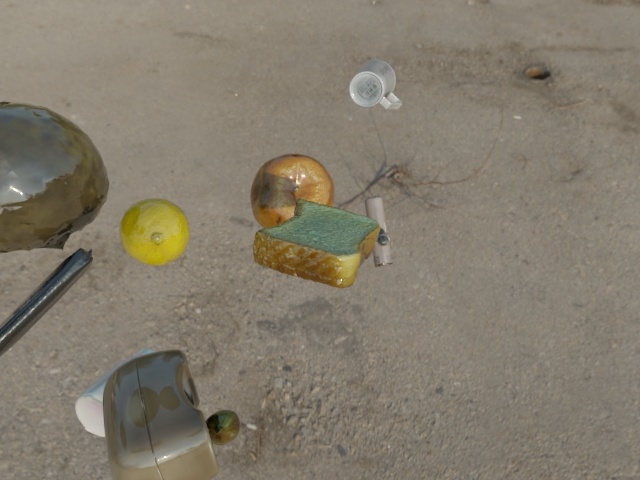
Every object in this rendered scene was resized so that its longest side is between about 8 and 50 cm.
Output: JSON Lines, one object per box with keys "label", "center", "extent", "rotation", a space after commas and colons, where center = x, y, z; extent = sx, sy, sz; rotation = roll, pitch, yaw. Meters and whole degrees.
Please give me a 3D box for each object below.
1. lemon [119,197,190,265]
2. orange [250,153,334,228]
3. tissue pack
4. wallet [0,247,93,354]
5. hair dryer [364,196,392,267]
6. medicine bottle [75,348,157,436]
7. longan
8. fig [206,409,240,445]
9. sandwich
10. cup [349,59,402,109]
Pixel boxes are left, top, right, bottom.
{"label": "lemon", "center": [-0.428, -0.022, 1.305], "extent": [0.178, 0.178, 0.203], "rotation": [-20, 15, -15]}
{"label": "orange", "center": [-0.087, -0.126, 1.441], "extent": [0.249, 0.183, 0.248], "rotation": [2, 74, -8]}
{"label": "tissue pack", "center": [-0.459, 0.510, 1.394], "extent": [0.277, 0.267, 0.387], "rotation": [-15, 39, -20]}
{"label": "wallet", "center": [-0.493, 0.106, 0.884], "extent": [0.044, 0.149, 0.250], "rotation": [45, 69, -16]}
{"label": "hair dryer", "center": [0.153, -0.031, 1.335], "extent": [0.054, 0.220, 0.195], "rotation": [-9, 84, 6]}
{"label": "medicine bottle", "center": [-0.654, 0.497, 1.685], "extent": [0.170, 0.170, 0.293], "rotation": [14, 27, 14]}
{"label": "longan", "center": [-0.728, -0.143, 1.219], "extent": [0.392, 0.391, 0.391], "rotation": [-1, 48, 1]}
{"label": "fig", "center": [-0.296, 0.559, 1.496], "extent": [0.103, 0.154, 0.109], "rotation": [33, 83, 6]}
{"label": "sandwich", "center": [0.000, 0.000, 0.905], "extent": [0.186, 0.065, 0.215], "rotation": [16, 25, 16]}
{"label": "cup", "center": [0.105, -0.275, 0.919], "extent": [0.104, 0.074, 0.116], "rotation": [43, 28, -8]}
